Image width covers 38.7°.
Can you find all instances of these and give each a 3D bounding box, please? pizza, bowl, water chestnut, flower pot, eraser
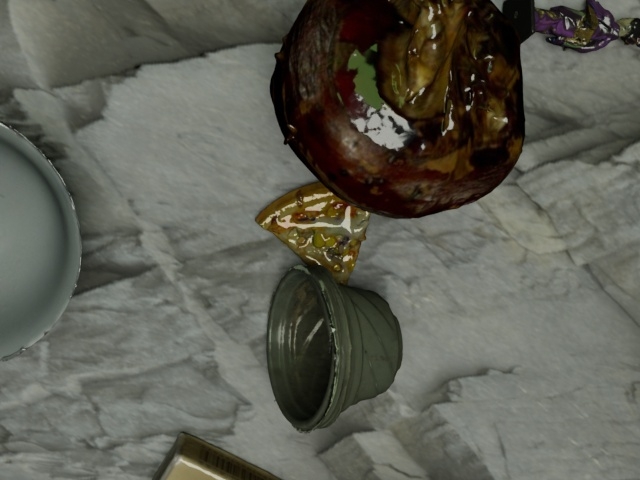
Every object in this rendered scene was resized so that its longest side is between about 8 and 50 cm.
[{"bbox_3d":[0.000,0.000,1.313,0.185,0.036,0.176,-4,104,-2],"label":"pizza"},{"bbox_3d":[-0.477,-0.016,1.223,0.346,0.157,0.345,-1,103,-4],"label":"bowl"},{"bbox_3d":[0.110,-0.199,1.103,0.335,0.347,0.335,8,70,-22],"label":"water chestnut"},{"bbox_3d":[0.024,0.146,1.276,0.141,0.235,0.235,-1,105,-27],"label":"flower pot"},{"bbox_3d":[-0.097,0.435,1.390,0.344,0.078,0.144,28,102,-9],"label":"eraser"}]

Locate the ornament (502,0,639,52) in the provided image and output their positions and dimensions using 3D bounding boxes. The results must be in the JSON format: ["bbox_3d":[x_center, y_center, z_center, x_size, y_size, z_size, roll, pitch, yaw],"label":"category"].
[{"bbox_3d":[0.352,-0.301,1.247,0.203,0.088,0.081,-2,80,-15],"label":"ornament"}]
